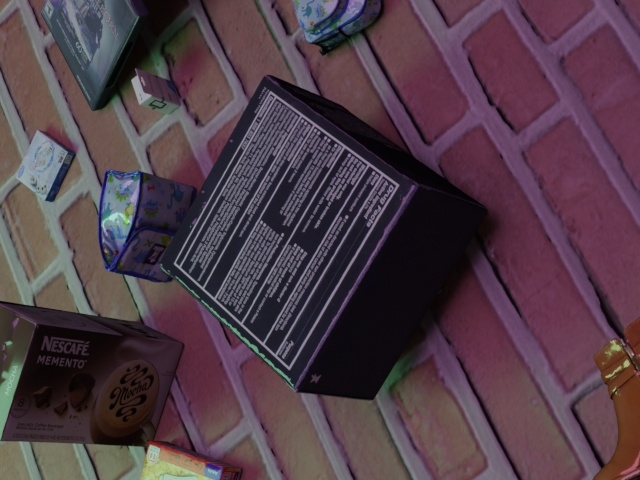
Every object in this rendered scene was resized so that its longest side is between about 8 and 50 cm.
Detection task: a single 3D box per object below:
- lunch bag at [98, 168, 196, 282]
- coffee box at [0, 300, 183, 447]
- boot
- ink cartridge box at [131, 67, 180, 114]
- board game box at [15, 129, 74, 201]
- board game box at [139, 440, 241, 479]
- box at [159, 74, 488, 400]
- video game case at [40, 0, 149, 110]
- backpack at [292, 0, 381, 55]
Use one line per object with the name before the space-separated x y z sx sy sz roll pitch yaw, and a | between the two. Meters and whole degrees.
lunch bag | -0.258 -0.019 1.972 0.096 0.128 0.151 5 83 37
coffee box | -0.352 0.191 1.892 0.118 0.297 0.168 20 92 36
boot | 0.354 0.191 1.531 0.197 0.073 0.152 -40 61 9
ink cartridge box | -0.256 -0.226 2.038 0.028 0.083 0.048 -34 63 25
board game box | -0.452 -0.122 2.198 0.090 0.020 0.090 34 101 35
board game box | -0.200 0.396 1.899 0.146 0.045 0.194 12 88 37
box | 0.000 0.000 1.702 0.294 0.182 0.296 40 105 37
video game case | -0.351 -0.349 2.058 0.196 0.026 0.274 61 148 12
backpack | 0.020 -0.332 1.862 0.114 0.084 0.105 -24 70 27
